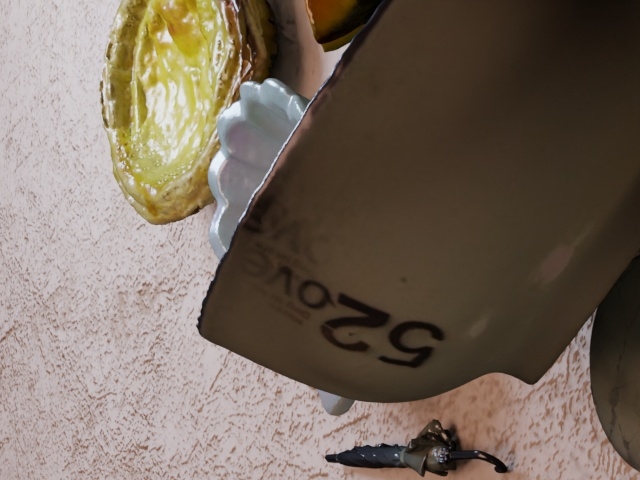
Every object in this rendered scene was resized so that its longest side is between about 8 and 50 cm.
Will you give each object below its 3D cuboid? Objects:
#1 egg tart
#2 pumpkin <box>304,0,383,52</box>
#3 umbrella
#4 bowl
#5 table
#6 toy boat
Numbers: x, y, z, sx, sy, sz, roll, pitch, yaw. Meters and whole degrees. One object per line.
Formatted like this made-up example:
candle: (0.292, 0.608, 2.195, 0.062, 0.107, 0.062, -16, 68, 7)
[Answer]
egg tart: (-0.112, -0.146, 1.733, 0.279, 0.095, 0.279, -7, 82, 58)
pumpkin: (0.045, -0.228, 1.437, 0.254, 0.149, 0.130, -99, -16, -65)
umbrella: (0.058, 0.158, 1.454, 0.269, 0.044, 0.044, -9, 51, 62)
bowl: (0.100, -0.036, 1.140, 0.185, 0.354, 0.354, 36, 135, 5)
table: (0.215, 0.074, 1.142, 0.133, 0.043, 0.134, -1, 89, 63)
toy boat: (0.000, 0.000, 1.501, 0.290, 0.100, 0.199, 66, 145, 40)
